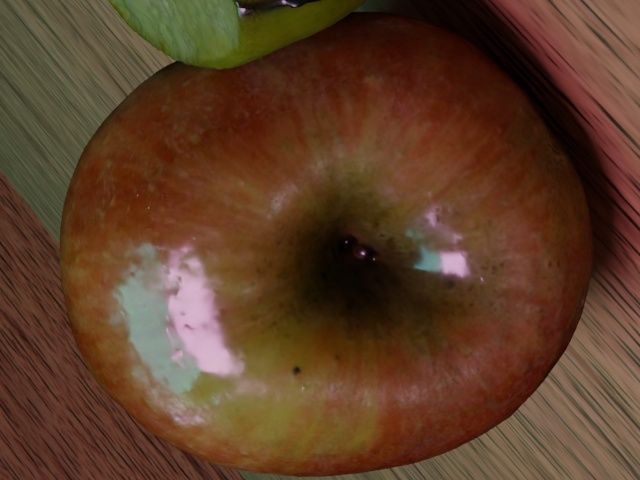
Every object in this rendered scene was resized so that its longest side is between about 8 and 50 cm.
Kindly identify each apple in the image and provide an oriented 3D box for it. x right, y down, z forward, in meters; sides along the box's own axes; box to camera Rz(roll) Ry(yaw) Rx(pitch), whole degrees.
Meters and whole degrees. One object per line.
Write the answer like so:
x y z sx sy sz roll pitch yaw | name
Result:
0.000 0.000 0.804 0.250 0.309 0.277 -123 41 -83 | apple

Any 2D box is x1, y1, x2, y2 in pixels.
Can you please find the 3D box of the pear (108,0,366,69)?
-0.061 -0.233 0.702 0.286 0.176 0.282 60 164 -2 | pear
